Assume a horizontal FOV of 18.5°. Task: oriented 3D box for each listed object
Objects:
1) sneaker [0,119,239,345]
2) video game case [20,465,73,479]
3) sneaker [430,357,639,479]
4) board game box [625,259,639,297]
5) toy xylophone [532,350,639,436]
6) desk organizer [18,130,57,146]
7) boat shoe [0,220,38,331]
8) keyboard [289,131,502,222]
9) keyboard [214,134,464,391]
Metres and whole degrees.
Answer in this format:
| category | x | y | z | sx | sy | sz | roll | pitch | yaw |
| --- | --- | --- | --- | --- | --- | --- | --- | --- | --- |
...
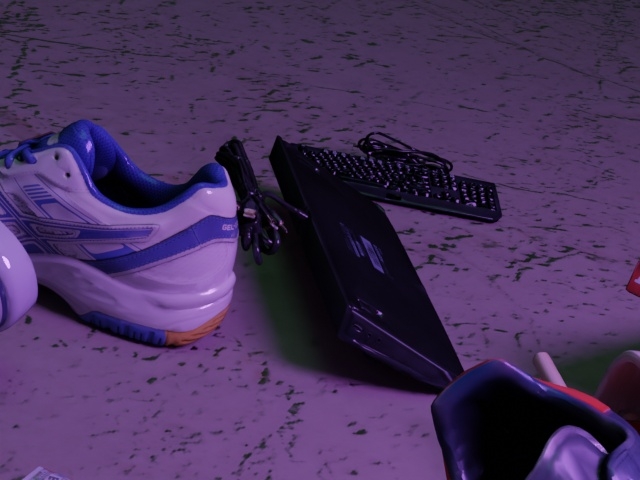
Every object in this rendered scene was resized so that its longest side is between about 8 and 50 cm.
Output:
| category | x | y | z | sx | sy | sz | roll | pitch | yaw |
| --- | --- | --- | --- | --- | --- | --- | --- | --- | --- |
| sneaker | -0.195 | -0.032 | 1.337 | 0.296 | 0.131 | 0.112 | 14 | 24 | 3 |
| video game case | -0.122 | 0.165 | 1.068 | 0.122 | 0.011 | 0.087 | 21 | 23 | 15 |
| sneaker | 0.149 | 0.182 | 0.953 | 0.148 | 0.131 | 0.350 | 49 | 0 | -37 |
| board game box | 0.327 | 0.070 | 1.413 | 0.145 | 0.027 | 0.281 | 27 | 4 | 26 |
| toy xylophone | 0.251 | 0.155 | 1.221 | 0.236 | 0.081 | 0.323 | 10 | 23 | -11 |
| desk organizer | -0.166 | -0.033 | 1.457 | 0.130 | 0.050 | 0.047 | 24 | 24 | 21 |
| boat shoe | -0.320 | 0.008 | 1.232 | 0.302 | 0.109 | 0.094 | 14 | 36 | 24 |
| keyboard | 0.062 | -0.065 | 1.688 | 0.192 | 0.038 | 0.100 | 12 | 22 | -9 |
| keyboard | 0.000 | 0.000 | 1.443 | 0.201 | 0.033 | 0.317 | 34 | 14 | -22 |
